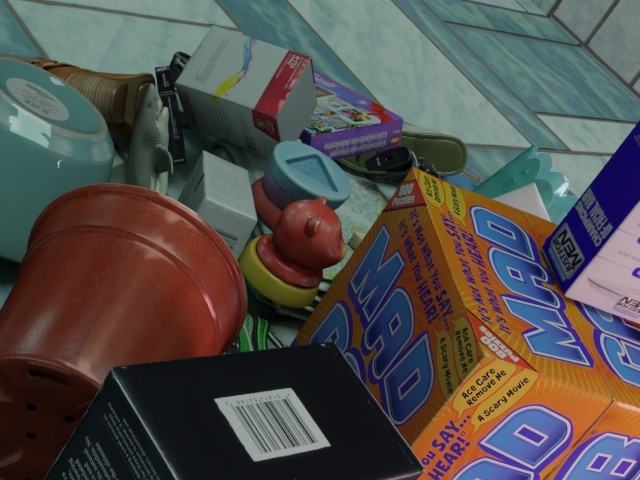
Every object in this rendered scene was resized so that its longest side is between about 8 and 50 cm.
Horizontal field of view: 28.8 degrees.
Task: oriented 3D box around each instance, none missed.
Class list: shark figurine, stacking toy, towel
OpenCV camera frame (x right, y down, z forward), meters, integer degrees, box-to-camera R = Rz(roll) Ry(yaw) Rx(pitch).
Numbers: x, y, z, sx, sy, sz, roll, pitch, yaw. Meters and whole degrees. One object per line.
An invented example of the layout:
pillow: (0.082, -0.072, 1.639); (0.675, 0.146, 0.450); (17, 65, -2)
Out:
shark figurine: (-0.268, -0.070, 1.807); (0.116, 0.166, 0.278); (-1, 56, -9)
stacking toy: (0.036, -0.015, 1.780); (0.279, 0.130, 0.309); (25, 29, -18)
towel: (0.000, 0.000, 1.954); (0.320, 0.090, 0.374); (16, 33, -33)

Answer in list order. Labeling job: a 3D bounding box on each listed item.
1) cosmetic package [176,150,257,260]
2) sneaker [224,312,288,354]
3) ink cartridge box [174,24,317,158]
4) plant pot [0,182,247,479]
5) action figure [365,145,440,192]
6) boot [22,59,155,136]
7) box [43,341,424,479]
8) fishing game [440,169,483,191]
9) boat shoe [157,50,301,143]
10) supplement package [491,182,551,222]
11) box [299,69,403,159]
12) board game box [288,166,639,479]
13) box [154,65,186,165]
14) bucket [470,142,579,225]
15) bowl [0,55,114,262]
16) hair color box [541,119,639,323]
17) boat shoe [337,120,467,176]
cosmetic package: (-0.154, -0.034, 1.761); (0.085, 0.117, 0.231); (24, 14, -16)
sneaker: (-0.059, 0.198, 1.533); (0.146, 0.134, 0.343); (12, 35, -36)
ink cartridge box: (-0.113, -0.227, 1.922); (0.176, 0.128, 0.127); (21, 65, 16)
plant pot: (-0.245, 0.122, 1.353); (0.272, 0.272, 0.265); (30, 36, -6)
action figure: (0.171, -0.082, 2.180); (0.185, 0.099, 0.285); (62, 7, 20)
boot: (-0.381, -0.218, 1.901); (0.220, 0.109, 0.283); (11, 10, 8)
box: (-0.109, 0.269, 1.202); (0.296, 0.294, 0.183); (-2, 46, -46)
fishing game: (0.287, -0.067, 2.398); (0.189, 0.041, 0.264); (26, 27, -25)
boat shoe: (-0.143, -0.231, 2.053); (0.301, 0.102, 0.108); (30, 14, 34)
supplement package: (0.274, 0.049, 1.933); (0.149, 0.203, 0.194); (52, 17, -73)
box: (-0.026, -0.224, 2.162); (0.201, 0.057, 0.293); (-14, 34, -35)
board game box: (0.206, 0.196, 1.571); (0.356, 0.357, 0.356); (20, 31, -24)
box: (-0.235, -0.197, 1.951); (0.029, 0.116, 0.162); (-9, 24, -5)
bucket: (0.365, -0.006, 2.150); (0.281, 0.183, 0.281); (49, 21, -26)
bowl: (-0.390, -0.121, 1.606); (0.311, 0.163, 0.311); (32, 19, -12)
hair color box: (0.438, -0.058, 1.467); (0.185, 0.339, 0.110); (20, 29, -24)
boat shoe: (0.119, -0.177, 2.336); (0.302, 0.113, 0.103); (13, 4, -17)
